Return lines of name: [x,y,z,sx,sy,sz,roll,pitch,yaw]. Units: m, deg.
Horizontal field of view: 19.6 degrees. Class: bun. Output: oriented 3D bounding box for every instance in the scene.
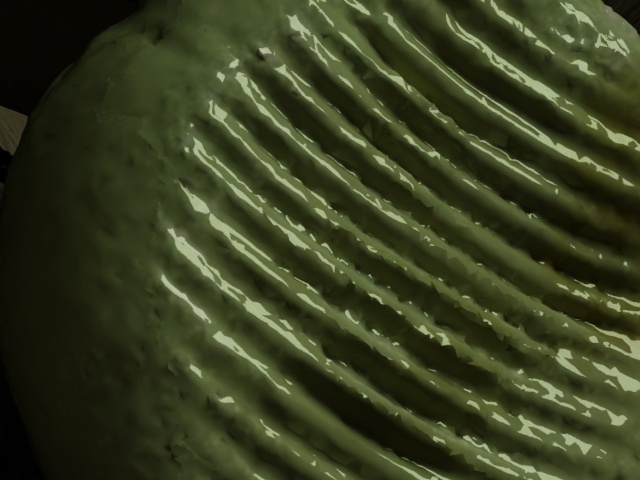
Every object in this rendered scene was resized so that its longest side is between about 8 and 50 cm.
bun: [0.013,0.026,0.883,0.365,0.365,0.219,39,-16,-16]

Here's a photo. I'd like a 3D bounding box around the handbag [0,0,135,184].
handbag: [-0.155,-0.156,1.028,0.302,0.283,0.149,22,25,19]
